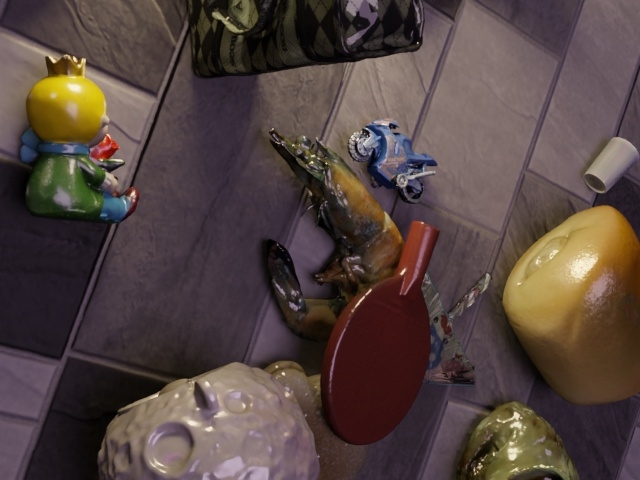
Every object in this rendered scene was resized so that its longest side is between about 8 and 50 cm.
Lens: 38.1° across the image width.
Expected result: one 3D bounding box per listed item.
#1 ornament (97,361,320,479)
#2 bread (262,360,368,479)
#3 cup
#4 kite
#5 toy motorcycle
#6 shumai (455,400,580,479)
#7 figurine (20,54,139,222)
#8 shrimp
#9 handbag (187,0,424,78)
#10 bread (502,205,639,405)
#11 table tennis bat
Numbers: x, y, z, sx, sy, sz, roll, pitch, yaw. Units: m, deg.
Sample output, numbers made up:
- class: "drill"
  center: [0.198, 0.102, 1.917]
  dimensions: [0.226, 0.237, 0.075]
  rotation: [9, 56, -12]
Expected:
- class: "ornament"
  center: [-0.165, 0.356, 1.407]
  dimensions: [0.337, 0.337, 0.337]
  rotation: [-6, 101, -32]
- class: "bread"
  center: [-0.005, 0.353, 1.660]
  dimensions: [0.183, 0.102, 0.337]
  rotation: [-31, 114, -25]
- class: "cup"
  center: [0.633, -0.154, 2.022]
  dimensions: [0.116, 0.074, 0.104]
  rotation: [-47, 148, -14]
- class: "kite"
  center: [0.242, 0.174, 1.848]
  dimensions: [0.314, 0.011, 0.335]
  rotation: [-39, 118, -23]
- class: "toy motorcycle"
  center: [0.132, -0.153, 1.687]
  dimensions: [0.205, 0.076, 0.114]
  rotation: [36, 71, -33]
- class: "shumai"
  center: [0.455, 0.522, 1.878]
  dimensions: [0.292, 0.288, 0.330]
  rotation: [-49, 119, -18]
- class: "figurine"
  center: [-0.344, -0.145, 1.351]
  dimensions: [0.185, 0.127, 0.234]
  rotation: [6, 81, -46]
- class: "shrimp"
  center: [0.000, 0.000, 1.626]
  dimensions: [0.272, 0.085, 0.445]
  rotation: [-40, 121, -16]
- class: "handbag"
  center: [-0.056, -0.402, 1.323]
  dimensions: [0.180, 0.416, 0.316]
  rotation: [-17, 103, -34]
- class: "bread"
  center: [0.570, 0.141, 1.915]
  dimensions: [0.348, 0.253, 0.376]
  rotation: [-43, 117, -16]
- class: "table tennis bat"
  center: [0.123, 0.163, 1.650]
  dimensions: [0.268, 0.051, 0.414]
  rotation: [28, 78, -45]
